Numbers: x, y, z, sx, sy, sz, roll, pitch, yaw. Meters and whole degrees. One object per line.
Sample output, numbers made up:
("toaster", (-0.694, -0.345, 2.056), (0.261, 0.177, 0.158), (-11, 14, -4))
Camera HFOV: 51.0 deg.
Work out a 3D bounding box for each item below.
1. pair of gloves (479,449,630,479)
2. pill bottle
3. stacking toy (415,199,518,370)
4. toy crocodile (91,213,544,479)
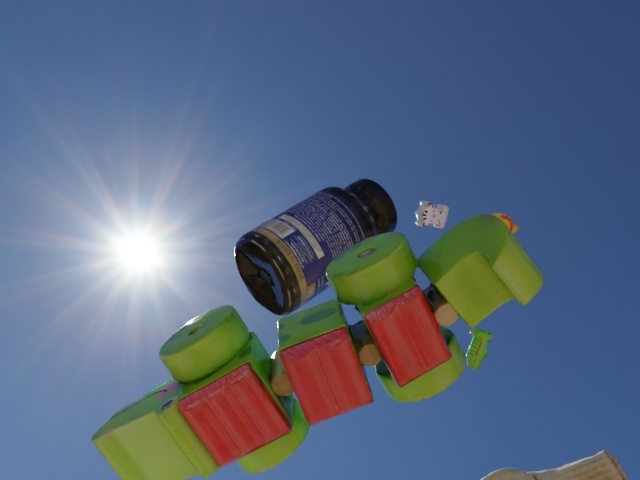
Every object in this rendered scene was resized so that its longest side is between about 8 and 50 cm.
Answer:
("pair of gloves", (0.232, 0.340, 0.651), (0.204, 0.240, 0.042), (-27, -20, 34))
("pill bottle", (0.000, 0.000, 0.930), (0.123, 0.219, 0.123), (36, -37, 33))
("stacking toy", (0.191, 0.055, 0.984), (0.052, 0.167, 0.221), (7, -81, -30))
("toy crocodile", (-0.006, 0.089, 0.479), (0.340, 0.105, 0.115), (-26, -77, 4))
